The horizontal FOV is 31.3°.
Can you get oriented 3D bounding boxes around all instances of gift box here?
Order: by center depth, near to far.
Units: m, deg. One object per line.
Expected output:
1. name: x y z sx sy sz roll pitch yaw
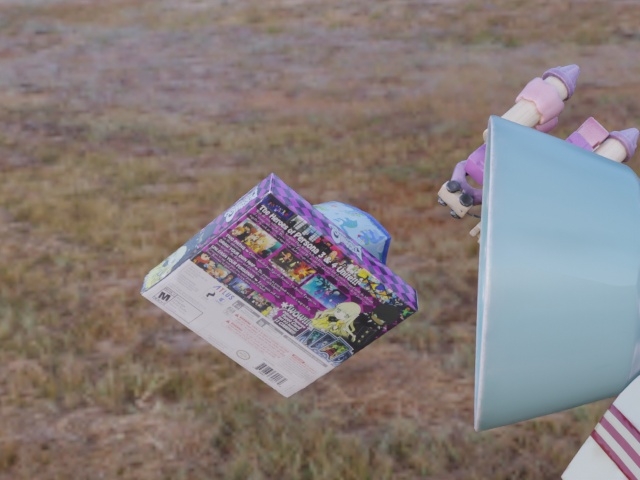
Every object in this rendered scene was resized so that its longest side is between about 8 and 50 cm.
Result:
1. gift box: 0.505 0.313 1.507 0.255 0.276 0.258 25 12 -15

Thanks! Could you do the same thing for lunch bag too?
1. lunch bag: 0.000 0.000 1.522 0.129 0.096 0.151 -9 37 -27

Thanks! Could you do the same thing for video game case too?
1. video game case: -0.045 0.059 1.270 0.210 0.232 0.041 -37 29 28

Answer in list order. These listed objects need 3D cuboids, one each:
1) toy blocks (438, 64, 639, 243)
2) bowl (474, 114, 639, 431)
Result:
1. toy blocks: 0.393 -0.105 1.776 0.260 0.288 0.309 -41 -9 -20
2. bowl: 0.237 0.035 1.115 0.163 0.311 0.311 3 12 8
